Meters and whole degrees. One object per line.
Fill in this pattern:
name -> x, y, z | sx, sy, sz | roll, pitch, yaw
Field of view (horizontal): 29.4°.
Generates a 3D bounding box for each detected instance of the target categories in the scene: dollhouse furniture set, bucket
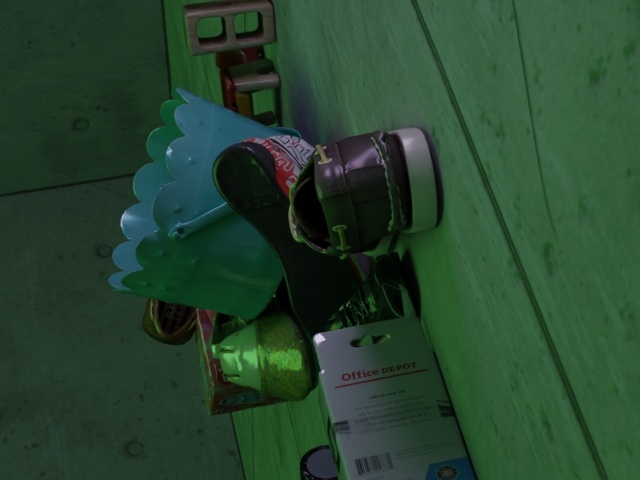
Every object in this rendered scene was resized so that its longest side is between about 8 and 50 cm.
dollhouse furniture set -> -0.156, -0.332, 1.687 | 0.201, 0.152, 0.374 | -113, 17, -55
bucket -> -0.137, -0.041, 1.528 | 0.281, 0.183, 0.281 | -163, 90, -74

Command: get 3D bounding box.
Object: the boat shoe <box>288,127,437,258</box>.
boat shoe -> 0.021, -0.037, 1.103 | 0.324, 0.097, 0.116 | 170, 90, -81

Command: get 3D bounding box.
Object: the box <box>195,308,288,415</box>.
box -> -0.127, 0.195, 2.054 | 0.300, 0.154, 0.142 | 113, 146, -72

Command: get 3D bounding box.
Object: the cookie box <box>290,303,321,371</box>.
cookie box -> -0.011, 0.121, 1.624 | 0.092, 0.040, 0.107 | 91, 166, -47

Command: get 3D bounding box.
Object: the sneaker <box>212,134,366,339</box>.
sneaker -> 0.001, -0.001, 1.334 | 0.270, 0.090, 0.145 | 55, -154, 3

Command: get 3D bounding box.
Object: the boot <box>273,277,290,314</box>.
boot -> -0.083, 0.009, 1.848 | 0.115, 0.112, 0.305 | -28, 73, 58

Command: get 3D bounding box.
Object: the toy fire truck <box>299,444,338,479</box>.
toy fire truck -> 0.046, 0.321, 1.175 | 0.246, 0.217, 0.158 | 20, 131, 29

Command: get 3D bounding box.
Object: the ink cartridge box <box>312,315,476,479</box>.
ink cartridge box -> 0.060, 0.161, 1.053 | 0.060, 0.104, 0.180 | 91, 166, -53

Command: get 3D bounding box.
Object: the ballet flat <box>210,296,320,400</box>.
ballet flat -> -0.085, 0.141, 1.607 | 0.348, 0.123, 0.123 | -145, 46, -76

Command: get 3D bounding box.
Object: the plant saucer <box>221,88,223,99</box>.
plant saucer -> -0.158, -0.248, 2.187 | 0.119, 0.021, 0.119 | 170, 90, -80

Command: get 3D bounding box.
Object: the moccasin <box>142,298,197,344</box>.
moccasin -> -0.213, -0.006, 2.106 | 0.380, 0.139, 0.147 | -66, 8, -12

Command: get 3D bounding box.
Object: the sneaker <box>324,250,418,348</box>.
sneaker -> 0.043, 0.080, 1.150 | 0.178, 0.077, 0.072 | 95, 162, -54
